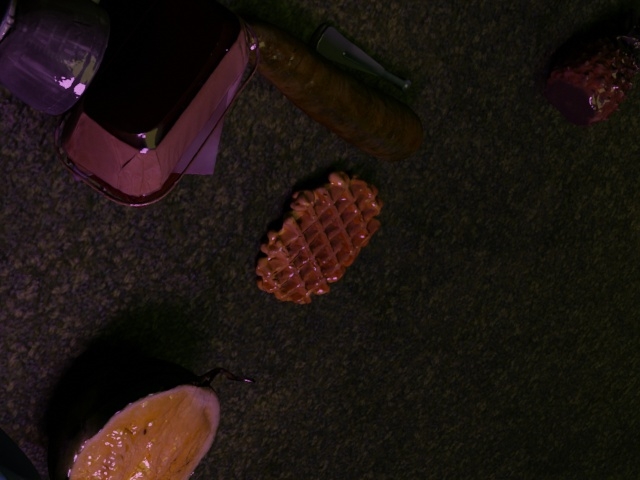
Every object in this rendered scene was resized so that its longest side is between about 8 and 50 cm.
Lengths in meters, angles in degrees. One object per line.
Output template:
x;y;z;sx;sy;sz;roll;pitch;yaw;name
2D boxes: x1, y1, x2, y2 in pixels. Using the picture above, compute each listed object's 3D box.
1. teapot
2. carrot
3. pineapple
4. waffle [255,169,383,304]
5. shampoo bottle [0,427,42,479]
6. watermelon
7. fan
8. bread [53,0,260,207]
-0.248;-0.195;1.477;0.108;0.111;0.149;25;110;-33;teapot
0.007;-0.165;1.827;0.074;0.074;0.358;-56;144;5;carrot
0.383;-0.235;2.178;0.197;0.108;0.108;-43;145;-27;pineapple
-0.001;-0.003;1.990;0.191;0.038;0.191;-29;139;-29;waffle
-0.465;0.251;1.427;0.343;0.331;0.331;-52;146;-4;shampoo bottle
-0.217;0.210;1.850;0.204;0.127;0.232;21;105;-54;watermelon
0.050;-0.204;1.889;0.193;0.016;0.038;19;103;-54;fan
-0.149;-0.129;1.576;0.224;0.142;0.212;-55;175;-17;bread
